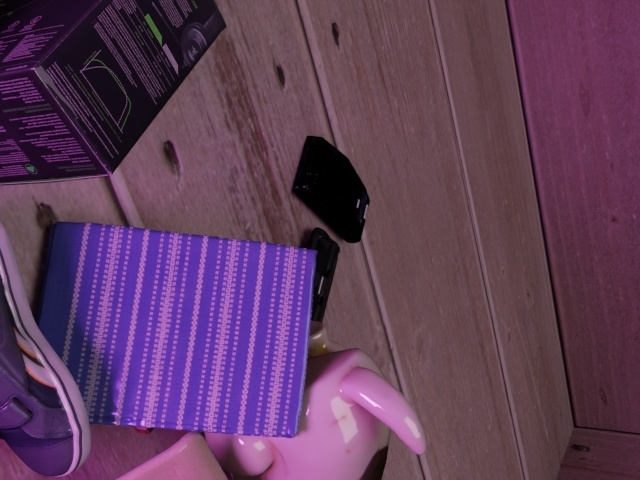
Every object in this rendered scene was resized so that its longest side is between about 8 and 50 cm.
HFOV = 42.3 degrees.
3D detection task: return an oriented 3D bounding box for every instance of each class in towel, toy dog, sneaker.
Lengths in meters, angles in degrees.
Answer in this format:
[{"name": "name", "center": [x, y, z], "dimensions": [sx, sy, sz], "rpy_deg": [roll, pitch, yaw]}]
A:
[{"name": "towel", "center": [-0.181, 0.110, 1.016], "dimensions": [0.040, 0.336, 0.243], "rpy_deg": [122, -26, -77]}, {"name": "toy dog", "center": [0.014, 0.344, 1.192], "dimensions": [0.284, 0.396, 0.407], "rpy_deg": [-42, 119, -56]}, {"name": "sneaker", "center": [-0.360, 0.129, 0.871], "dimensions": [0.127, 0.126, 0.321], "rpy_deg": [-40, 113, -57]}]

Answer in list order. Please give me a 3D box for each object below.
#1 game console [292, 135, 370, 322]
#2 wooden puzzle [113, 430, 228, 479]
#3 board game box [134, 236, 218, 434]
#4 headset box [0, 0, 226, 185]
[{"name": "game console", "center": [0.000, 0.000, 1.540], "dimensions": [0.213, 0.044, 0.361], "rpy_deg": [43, 54, -49]}, {"name": "wooden puzzle", "center": [-0.242, 0.426, 1.007], "dimensions": [0.348, 0.080, 0.322], "rpy_deg": [-31, 119, -16]}, {"name": "board game box", "center": [-0.206, 0.132, 1.215], "dimensions": [0.281, 0.027, 0.145], "rpy_deg": [-53, 134, -45]}, {"name": "headset box", "center": [-0.274, -0.203, 0.892], "dimensions": [0.131, 0.246, 0.283], "rpy_deg": [61, 40, -38]}]
